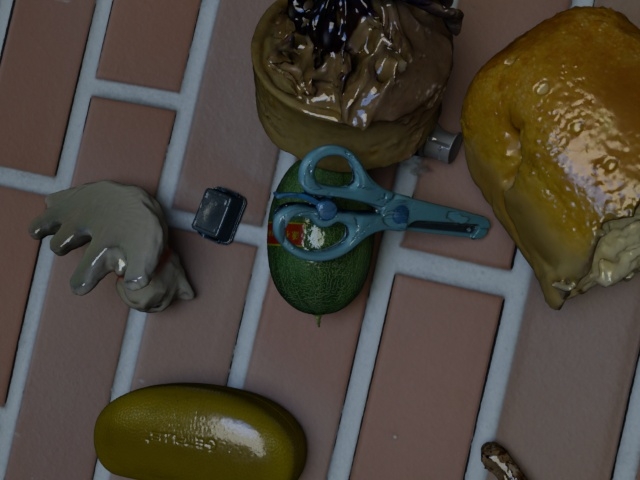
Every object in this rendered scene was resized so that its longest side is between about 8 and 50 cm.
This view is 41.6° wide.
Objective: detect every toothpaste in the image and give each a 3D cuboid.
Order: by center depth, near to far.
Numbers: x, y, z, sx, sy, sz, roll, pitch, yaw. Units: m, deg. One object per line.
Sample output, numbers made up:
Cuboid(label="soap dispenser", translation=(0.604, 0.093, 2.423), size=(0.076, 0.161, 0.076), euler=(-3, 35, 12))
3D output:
Cuboid(label="toothpaste", translation=(0.111, -0.199, 1.451), size=(0.266, 0.061, 0.096), euler=(22, 93, 23))

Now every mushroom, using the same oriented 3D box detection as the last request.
Cuboid(label="mushroom", translation=(0.321, 0.411, 1.309), size=(0.227, 0.148, 0.217), euler=(-17, 65, 9))

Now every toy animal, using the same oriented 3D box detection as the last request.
Cuboid(label="toy animal", translation=(-0.373, 0.016, 1.538), size=(0.308, 0.188, 0.266), euler=(-11, 61, 26))

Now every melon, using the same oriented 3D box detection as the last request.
Cuboid(label="melon", translation=(0.000, 0.000, 1.397), size=(0.182, 0.182, 0.287), euler=(0, 85, 17))

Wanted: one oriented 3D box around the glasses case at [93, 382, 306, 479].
Cuboid(label="glasses case", translation=(-0.213, 0.336, 1.453), size=(0.372, 0.141, 0.173), euler=(4, 86, 16))

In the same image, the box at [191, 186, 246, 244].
Cuboid(label="box", translation=(-0.186, -0.047, 1.521), size=(0.074, 0.054, 0.099), euler=(22, 91, 15))

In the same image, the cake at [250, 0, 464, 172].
Cuboid(label="cake", translation=(0.051, -0.310, 1.284), size=(0.333, 0.321, 0.332), euler=(2, 56, -3))

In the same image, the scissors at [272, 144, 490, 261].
Cuboid(label="scissors", translation=(0.107, -0.039, 1.307), size=(0.032, 0.393, 0.180), euler=(41, 119, 57))

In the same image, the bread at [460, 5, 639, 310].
Cuboid(label="bread", translation=(0.398, -0.141, 1.253), size=(0.361, 0.250, 0.394), euler=(-34, 76, 10))
